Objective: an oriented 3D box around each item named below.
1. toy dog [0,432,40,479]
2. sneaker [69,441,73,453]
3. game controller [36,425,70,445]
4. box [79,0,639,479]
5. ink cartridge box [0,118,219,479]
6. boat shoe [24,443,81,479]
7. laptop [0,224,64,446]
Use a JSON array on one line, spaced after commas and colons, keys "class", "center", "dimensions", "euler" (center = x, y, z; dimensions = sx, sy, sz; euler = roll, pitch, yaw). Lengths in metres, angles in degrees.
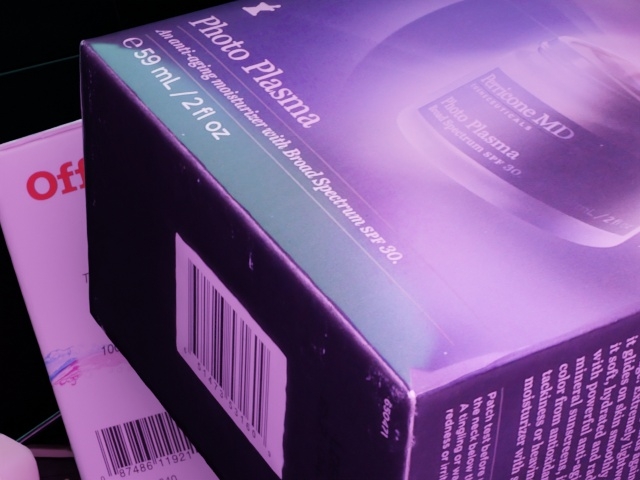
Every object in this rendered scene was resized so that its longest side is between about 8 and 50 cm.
[{"class": "toy dog", "center": [-0.365, 0.147, 1.055], "dimensions": [0.395, 0.285, 0.408], "euler": [-18, 6, -6]}, {"class": "sneaker", "center": [-0.129, 0.134, 1.365], "dimensions": [0.123, 0.106, 0.290], "euler": [2, 1, 23]}, {"class": "game controller", "center": [-0.128, 0.129, 1.644], "dimensions": [0.319, 0.067, 0.166], "euler": [-15, 18, 23]}, {"class": "box", "center": [0.078, 0.003, 0.884], "dimensions": [0.294, 0.183, 0.296], "euler": [-19, 43, -27]}, {"class": "ink cartridge box", "center": [-0.060, 0.047, 1.113], "dimensions": [0.201, 0.278, 0.117], "euler": [-16, 5, 8]}, {"class": "boat shoe", "center": [-0.173, 0.183, 1.447], "dimensions": [0.133, 0.042, 0.049], "euler": [-2, -1, 16]}, {"class": "laptop", "center": [-0.247, 0.024, 1.510], "dimensions": [0.382, 0.236, 0.408], "euler": [-34, 20, 26]}]
